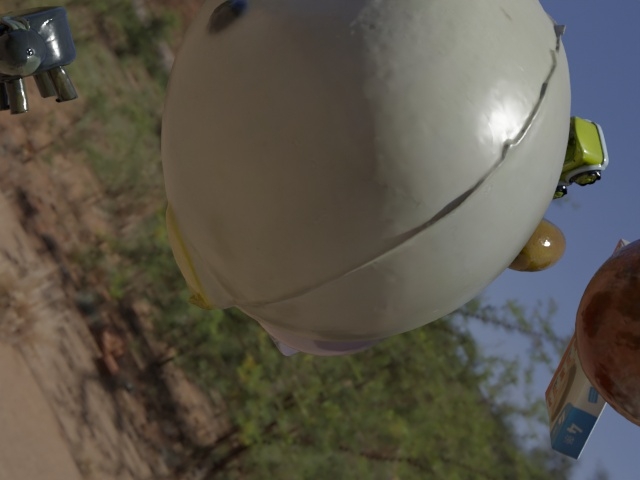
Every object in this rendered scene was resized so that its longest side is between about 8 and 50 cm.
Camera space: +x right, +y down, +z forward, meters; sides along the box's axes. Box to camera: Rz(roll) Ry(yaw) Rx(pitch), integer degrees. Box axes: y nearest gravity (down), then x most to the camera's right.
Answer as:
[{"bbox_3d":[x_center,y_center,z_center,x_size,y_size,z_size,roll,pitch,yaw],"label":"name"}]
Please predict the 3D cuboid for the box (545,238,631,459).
[{"bbox_3d":[0.399,0.147,1.746,0.048,0.273,0.265,25,12,3],"label":"box"}]

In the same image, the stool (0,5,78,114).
[{"bbox_3d":[-0.433,-0.254,1.742,0.228,0.153,0.139,-64,145,-69],"label":"stool"}]

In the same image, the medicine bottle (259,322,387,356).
[{"bbox_3d":[0.000,0.000,1.452,0.235,0.236,0.406,61,-2,38],"label":"medicine bottle"}]

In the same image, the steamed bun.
[{"bbox_3d":[0.034,-0.095,0.967,0.334,0.334,0.374,62,27,-25],"label":"steamed bun"}]

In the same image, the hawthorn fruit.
[{"bbox_3d":[0.403,0.092,1.395,0.231,0.235,0.263,37,20,-22],"label":"hawthorn fruit"}]

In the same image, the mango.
[{"bbox_3d":[0.370,-0.003,2.176,0.136,0.099,0.227,30,16,19],"label":"mango"}]

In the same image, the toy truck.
[{"bbox_3d":[0.249,-0.091,1.333,0.077,0.111,0.076,15,58,-48],"label":"toy truck"}]
